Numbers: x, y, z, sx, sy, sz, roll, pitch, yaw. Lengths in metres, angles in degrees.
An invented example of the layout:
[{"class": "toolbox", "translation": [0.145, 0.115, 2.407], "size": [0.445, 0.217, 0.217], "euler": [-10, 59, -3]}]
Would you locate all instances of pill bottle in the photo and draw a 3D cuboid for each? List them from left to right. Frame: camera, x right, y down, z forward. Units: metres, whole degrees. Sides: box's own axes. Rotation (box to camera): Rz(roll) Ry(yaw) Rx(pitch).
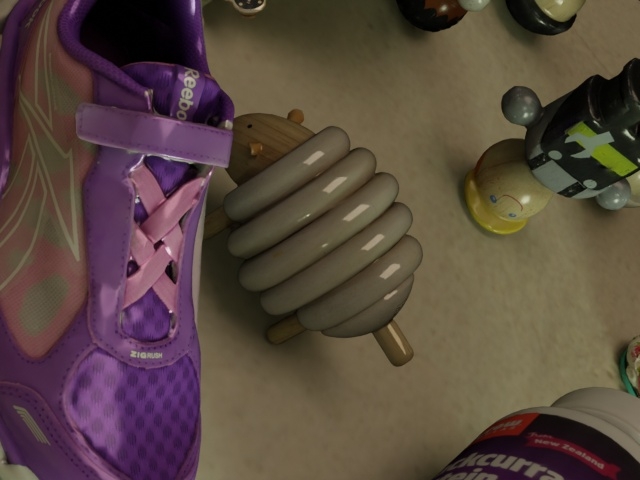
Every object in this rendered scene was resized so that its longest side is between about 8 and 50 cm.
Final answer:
[{"class": "pill bottle", "translation": [0.092, 0.138, 0.516], "size": [0.193, 0.108, 0.108], "euler": [-28, 88, -51]}]

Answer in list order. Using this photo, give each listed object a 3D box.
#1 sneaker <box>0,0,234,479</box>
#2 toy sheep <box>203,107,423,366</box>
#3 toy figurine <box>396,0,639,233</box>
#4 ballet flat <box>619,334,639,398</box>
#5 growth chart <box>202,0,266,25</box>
[{"class": "sneaker", "translation": [-0.076, -0.015, 0.441], "size": [0.095, 0.105, 0.236], "euler": [14, 58, -42]}, {"class": "toy sheep", "translation": [0.000, 0.000, 0.522], "size": [0.132, 0.091, 0.091], "euler": [53, 40, -7]}, {"class": "toy figurine", "translation": [0.160, -0.117, 0.727], "size": [0.210, 0.148, 0.213], "euler": [-14, 79, -43]}, {"class": "ballet flat", "translation": [0.283, 0.147, 0.732], "size": [0.241, 0.077, 0.091], "euler": [54, 41, -5]}, {"class": "growth chart", "translation": [0.027, -0.194, 0.623], "size": [0.237, 0.021, 0.171], "euler": [-11, 64, -5]}]
